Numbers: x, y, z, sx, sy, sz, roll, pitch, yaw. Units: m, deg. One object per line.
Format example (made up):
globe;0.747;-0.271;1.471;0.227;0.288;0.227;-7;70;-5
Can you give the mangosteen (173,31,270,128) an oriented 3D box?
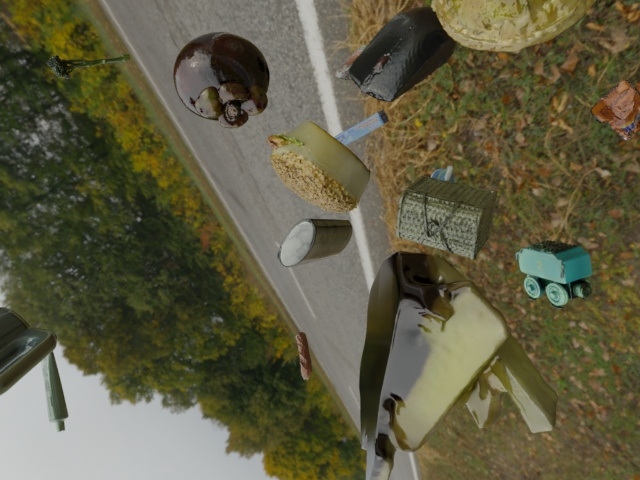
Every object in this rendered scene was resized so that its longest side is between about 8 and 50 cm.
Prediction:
mangosteen;-0.130;-0.211;0.613;0.140;0.140;0.140;46;166;15

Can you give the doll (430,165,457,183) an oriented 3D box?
doll;0.469;-0.201;1.700;0.099;0.135;0.241;43;-153;-20

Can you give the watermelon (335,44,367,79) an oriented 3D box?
watermelon;0.113;-0.595;1.514;0.071;0.139;0.187;64;171;8

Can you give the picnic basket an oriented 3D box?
picnic basket;0.297;-0.055;1.071;0.196;0.154;0.134;19;122;28

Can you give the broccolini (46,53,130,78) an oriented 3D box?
broccolini;-0.573;-0.443;1.112;0.052;0.194;0.054;22;131;41

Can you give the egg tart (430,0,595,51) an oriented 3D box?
egg tart;0.339;-0.495;0.794;0.319;0.319;0.128;42;-174;29

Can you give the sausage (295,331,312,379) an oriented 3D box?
sausage;-0.048;0.337;1.333;0.157;0.036;0.042;-104;-1;-46

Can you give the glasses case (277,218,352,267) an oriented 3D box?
glasses case;0.000;0.000;1.026;0.060;0.114;0.299;39;-168;13

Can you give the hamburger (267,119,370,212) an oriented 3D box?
hamburger;-0.007;-0.190;1.238;0.294;0.179;0.276;40;180;14

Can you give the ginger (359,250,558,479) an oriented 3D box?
ginger;0.188;0.199;0.727;0.211;0.358;0.413;10;177;0

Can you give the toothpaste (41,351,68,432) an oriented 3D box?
toothpaste;-0.635;0.343;1.066;0.064;0.041;0.218;-28;74;37

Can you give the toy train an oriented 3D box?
toy train;0.645;0.085;1.241;0.203;0.112;0.162;-158;54;-72

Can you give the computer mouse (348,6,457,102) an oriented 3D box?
computer mouse;0.201;-0.456;1.057;0.168;0.295;0.087;42;169;25

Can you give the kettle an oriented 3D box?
kettle;-0.603;0.220;0.760;0.211;0.243;0.159;-2;113;20

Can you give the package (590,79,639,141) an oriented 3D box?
package;0.566;-0.235;0.840;0.111;0.033;0.077;38;135;-18

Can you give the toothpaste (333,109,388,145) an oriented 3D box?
toothpaste;0.123;-0.400;1.675;0.272;0.066;0.053;-22;101;35
